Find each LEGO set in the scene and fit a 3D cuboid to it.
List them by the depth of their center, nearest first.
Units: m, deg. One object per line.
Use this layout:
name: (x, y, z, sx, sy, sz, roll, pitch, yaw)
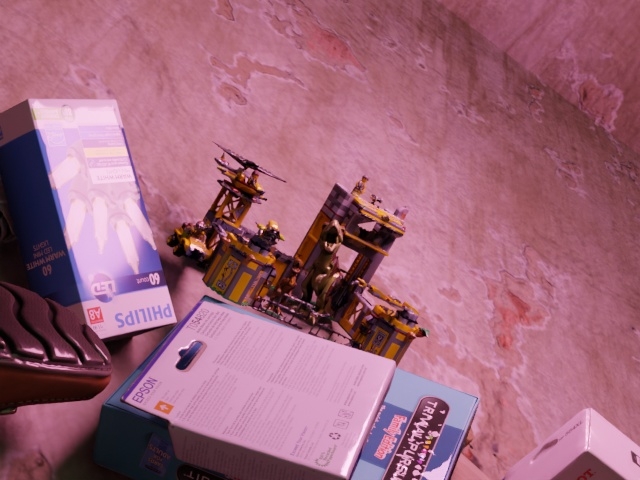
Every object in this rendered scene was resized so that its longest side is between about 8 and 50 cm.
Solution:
LEGO set: (0.000, 0.000, 1.479, 0.331, 0.192, 0.255, 28, 8, -18)

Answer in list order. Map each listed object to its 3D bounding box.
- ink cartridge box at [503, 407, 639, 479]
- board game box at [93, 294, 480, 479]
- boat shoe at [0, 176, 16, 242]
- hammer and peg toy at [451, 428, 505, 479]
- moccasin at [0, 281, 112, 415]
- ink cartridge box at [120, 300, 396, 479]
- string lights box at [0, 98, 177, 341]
ink cartridge box: (0.319, 0.306, 1.315, 0.203, 0.148, 0.086, 38, 30, -7)
board game box: (-0.026, 0.197, 1.243, 0.336, 0.079, 0.254, 20, 28, 11)
boat shoe: (-0.359, -0.034, 1.293, 0.227, 0.079, 0.081, 2, 65, -49)
hammer and peg toy: (0.215, 0.387, 1.366, 0.361, 0.127, 0.266, 41, 28, -2)
moccasin: (-0.357, 0.120, 1.037, 0.380, 0.147, 0.139, -2, 37, -46)
ink cartridge box: (-0.056, 0.154, 1.173, 0.224, 0.045, 0.223, 18, 27, 9)
string lights box: (-0.257, -0.018, 1.285, 0.133, 0.076, 0.260, -10, 82, -55)
